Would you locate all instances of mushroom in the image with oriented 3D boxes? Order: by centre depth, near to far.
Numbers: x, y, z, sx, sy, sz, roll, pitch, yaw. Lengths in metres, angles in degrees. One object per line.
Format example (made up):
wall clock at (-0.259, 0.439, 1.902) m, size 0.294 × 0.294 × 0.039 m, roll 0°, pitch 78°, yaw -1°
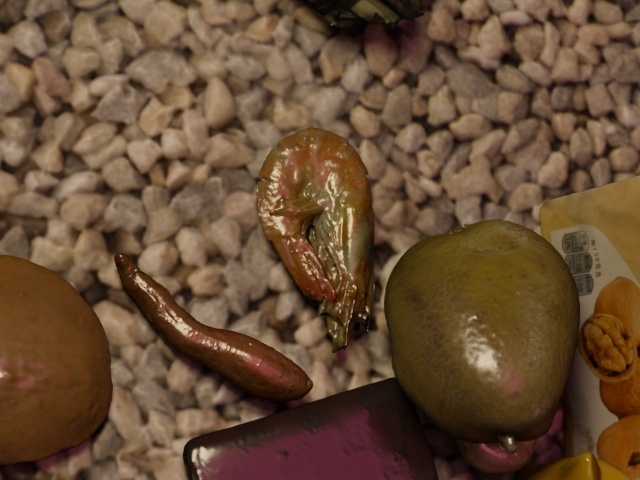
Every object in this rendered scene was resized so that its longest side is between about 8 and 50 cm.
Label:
mushroom at (0.167, 0.179, 1.570) m, size 0.083 × 0.067 × 0.084 m, roll 5°, pitch 77°, yaw -22°

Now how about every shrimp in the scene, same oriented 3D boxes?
shrimp at (-0.001, 0.000, 1.558) m, size 0.115 × 0.051 × 0.217 m, roll -5°, pitch 81°, yaw -15°

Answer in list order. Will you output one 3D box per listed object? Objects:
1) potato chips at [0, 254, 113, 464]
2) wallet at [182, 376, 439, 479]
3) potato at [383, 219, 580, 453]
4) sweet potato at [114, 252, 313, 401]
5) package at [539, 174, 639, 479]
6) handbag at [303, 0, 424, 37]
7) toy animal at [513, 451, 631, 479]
potato chips at (-0.274, 0.103, 1.427) m, size 0.208 × 0.062 × 0.195 m, roll 39°, pitch 66°, yaw -6°
wallet at (0.000, 0.237, 1.508) m, size 0.229 × 0.049 × 0.182 m, roll -14°, pitch 83°, yaw -21°
potato at (0.150, 0.087, 1.510) m, size 0.159 × 0.174 × 0.251 m, roll 53°, pitch 24°, yaw -44°
sweet potato at (-0.104, 0.086, 1.503) m, size 0.214 × 0.050 × 0.050 m, roll 33°, pitch 69°, yaw -5°
package at (0.354, 0.094, 1.610) m, size 0.165 × 0.221 × 0.311 m, roll 1°, pitch 78°, yaw -41°
handbag at (0.013, -0.402, 1.568) m, size 0.327 × 0.162 × 0.325 m, roll 40°, pitch 71°, yaw -30°
toy animal at (0.215, 0.308, 1.517) m, size 0.156 × 0.156 × 0.230 m, roll 17°, pitch 74°, yaw -16°
